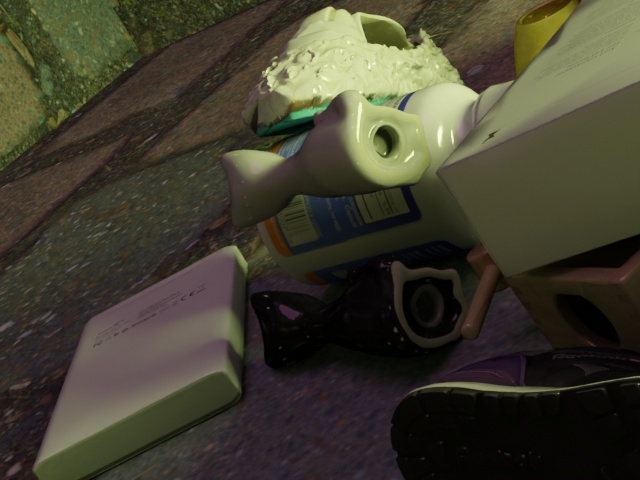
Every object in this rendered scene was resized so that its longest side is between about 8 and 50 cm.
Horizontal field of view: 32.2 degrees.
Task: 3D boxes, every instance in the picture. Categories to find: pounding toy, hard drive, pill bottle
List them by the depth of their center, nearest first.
[{"bbox_3d":[0.183,0.037,0.750,0.181,0.094,0.206,-41,15,-18],"label":"pounding toy"},{"bbox_3d":[0.083,-0.056,1.018,0.272,0.152,0.152,-16,24,35],"label":"pill bottle"},{"bbox_3d":[-0.171,0.117,1.128,0.203,0.040,0.307,-28,20,8],"label":"hard drive"}]

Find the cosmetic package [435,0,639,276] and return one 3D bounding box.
[{"bbox_3d":[0.287,-0.135,0.670,0.377,0.097,0.284,-23,16,44],"label":"cosmetic package"}]

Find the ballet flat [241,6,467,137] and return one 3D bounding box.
[{"bbox_3d":[0.032,-0.180,1.194,0.147,0.147,0.409,-20,-4,28],"label":"ballet flat"}]

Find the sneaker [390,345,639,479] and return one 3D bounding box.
[{"bbox_3d":[0.181,0.095,0.592,0.283,0.107,0.124,3,20,43],"label":"sneaker"}]

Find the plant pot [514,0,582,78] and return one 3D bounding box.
[{"bbox_3d":[0.266,-0.212,1.217,0.134,0.095,0.134,-26,20,10],"label":"plant pot"}]

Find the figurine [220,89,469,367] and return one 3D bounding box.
[{"bbox_3d":[0.000,0.000,0.935,0.092,0.214,0.209,-11,-2,-44],"label":"figurine"}]
